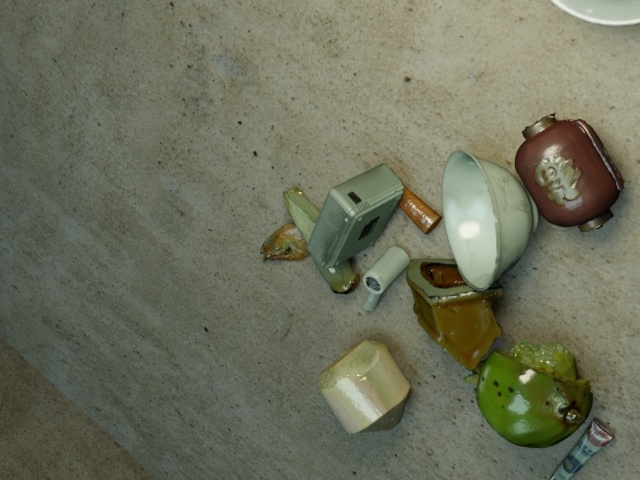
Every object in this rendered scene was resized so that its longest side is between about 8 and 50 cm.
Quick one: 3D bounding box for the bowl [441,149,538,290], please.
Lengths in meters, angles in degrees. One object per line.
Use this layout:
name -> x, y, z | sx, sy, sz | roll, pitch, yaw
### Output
bowl -> 0.387, -0.053, 1.488 | 0.313, 0.146, 0.314 | 172, 90, -82

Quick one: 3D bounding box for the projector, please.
projector -> 0.087, -0.053, 1.671 | 0.099, 0.192, 0.257 | 49, 146, 18

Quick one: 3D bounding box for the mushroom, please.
mushroom -> 0.003, -0.001, 1.873 | 0.107, 0.087, 0.333 | -24, 94, 43

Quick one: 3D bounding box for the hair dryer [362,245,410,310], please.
hair dryer -> 0.149, 0.124, 1.810 | 0.073, 0.131, 0.236 | 38, 143, 12

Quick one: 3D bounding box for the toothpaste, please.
toothpaste -> 0.646, 0.538, 1.686 | 0.062, 0.039, 0.239 | 39, 128, 24

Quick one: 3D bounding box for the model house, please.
model house -> 0.329, 0.178, 1.670 | 0.268, 0.173, 0.239 | -123, 16, -65

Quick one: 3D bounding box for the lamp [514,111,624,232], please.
lamp -> 0.504, -0.134, 1.362 | 0.180, 0.180, 0.258 | -33, 89, 42

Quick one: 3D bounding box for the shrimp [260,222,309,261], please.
shrimp -> -0.105, 0.022, 1.989 | 0.217, 0.051, 0.115 | -32, 93, 40

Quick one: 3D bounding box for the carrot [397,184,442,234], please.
carrot -> 0.210, -0.108, 1.684 | 0.210, 0.061, 0.061 | 46, 132, 14

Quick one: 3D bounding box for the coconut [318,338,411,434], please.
coconut -> 0.133, 0.422, 1.894 | 0.244, 0.239, 0.239 | 53, 132, 5

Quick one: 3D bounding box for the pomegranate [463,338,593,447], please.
pomegranate -> 0.475, 0.354, 1.595 | 0.340, 0.260, 0.261 | -5, 111, 65

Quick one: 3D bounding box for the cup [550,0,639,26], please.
cup -> 0.534, -0.551, 1.137 | 0.347, 0.163, 0.347 | 18, 122, 30
